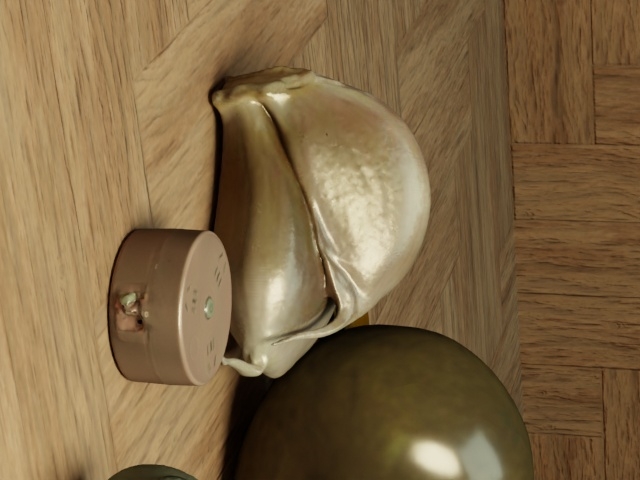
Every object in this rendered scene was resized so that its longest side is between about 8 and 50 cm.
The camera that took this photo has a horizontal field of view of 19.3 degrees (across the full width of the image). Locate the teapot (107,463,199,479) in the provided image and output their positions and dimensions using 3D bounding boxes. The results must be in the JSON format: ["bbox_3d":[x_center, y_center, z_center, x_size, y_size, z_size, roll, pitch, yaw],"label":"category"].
[{"bbox_3d":[-0.168,0.306,1.640,0.149,0.162,0.239,-39,153,-58],"label":"teapot"}]

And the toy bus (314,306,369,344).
[{"bbox_3d":[0.011,0.142,2.279,0.098,0.114,0.201,-58,145,-63],"label":"toy bus"}]

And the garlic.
[{"bbox_3d":[0.000,0.000,2.026,0.246,0.231,0.340,65,25,-63],"label":"garlic"}]

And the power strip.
[{"bbox_3d":[-0.142,0.063,1.802,0.154,0.078,0.154,3,90,-75],"label":"power strip"}]

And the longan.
[{"bbox_3d":[0.066,0.271,2.097,0.361,0.361,0.361,2,90,-74],"label":"longan"}]
